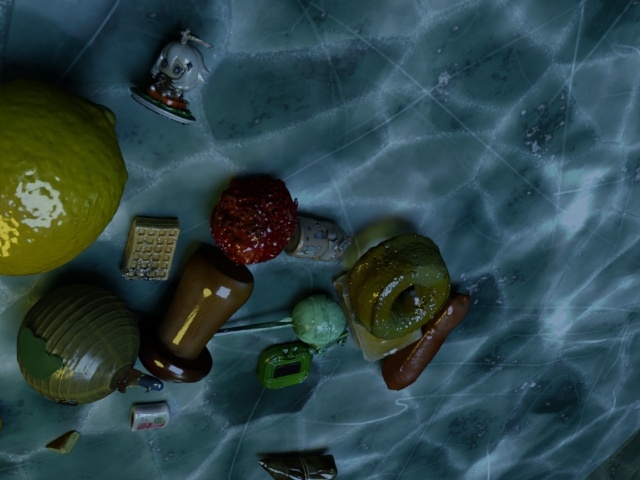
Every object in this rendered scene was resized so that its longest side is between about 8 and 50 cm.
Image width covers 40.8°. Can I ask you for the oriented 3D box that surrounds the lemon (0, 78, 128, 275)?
[{"bbox_3d":[-0.491,-0.101,1.418,0.336,0.336,0.336,-14,133,-16],"label":"lemon"}]

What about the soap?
[{"bbox_3d":[0.147,0.165,2.125,0.173,0.089,0.274,-26,134,-5],"label":"soap"}]

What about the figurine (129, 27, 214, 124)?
[{"bbox_3d":[-0.247,-0.297,1.512,0.132,0.132,0.154,19,105,-38],"label":"figurine"}]

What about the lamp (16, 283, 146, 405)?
[{"bbox_3d":[-0.464,0.220,1.728,0.250,0.284,0.250,-50,158,-29],"label":"lamp"}]

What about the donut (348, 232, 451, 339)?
[{"bbox_3d":[0.189,0.121,1.979,0.272,0.107,0.272,-16,133,-17],"label":"donut"}]

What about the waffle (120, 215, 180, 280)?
[{"bbox_3d":[-0.350,0.019,1.774,0.102,0.042,0.148,2,128,-28],"label":"waffle"}]

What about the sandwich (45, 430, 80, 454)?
[{"bbox_3d":[-0.613,0.490,2.055,0.083,0.044,0.031,-31,131,-2],"label":"sandwich"}]

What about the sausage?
[{"bbox_3d":[0.272,0.260,2.269,0.097,0.094,0.348,6,125,-47],"label":"sausage"}]

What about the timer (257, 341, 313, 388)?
[{"bbox_3d":[-0.088,0.316,2.165,0.140,0.047,0.128,-7,131,-24],"label":"timer"}]

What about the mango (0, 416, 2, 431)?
[{"bbox_3d":[-0.785,0.443,1.895,0.191,0.085,0.122,-23,132,-6],"label":"mango"}]

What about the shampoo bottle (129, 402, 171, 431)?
[{"bbox_3d":[-0.412,0.430,2.103,0.099,0.043,0.072,0,128,-27],"label":"shampoo bottle"}]

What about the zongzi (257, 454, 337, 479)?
[{"bbox_3d":[-0.096,0.715,2.475,0.241,0.111,0.248,8,120,-19],"label":"zongzi"}]

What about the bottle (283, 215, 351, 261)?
[{"bbox_3d":[0.000,-0.001,1.898,0.152,0.099,0.099,10,123,-32],"label":"bottle"}]

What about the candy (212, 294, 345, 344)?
[{"bbox_3d":[-0.156,0.203,2.015,0.439,0.119,0.119,-6,131,-11],"label":"candy"}]

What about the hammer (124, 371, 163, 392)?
[{"bbox_3d":[-0.420,0.295,1.891,0.069,0.193,0.116,-58,143,-27],"label":"hammer"}]

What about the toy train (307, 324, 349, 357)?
[{"bbox_3d":[0.018,0.239,2.143,0.122,0.050,0.081,-24,128,-29],"label":"toy train"}]

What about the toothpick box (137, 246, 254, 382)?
[{"bbox_3d":[-0.274,0.167,1.845,0.192,0.192,0.294,22,111,-39],"label":"toothpick box"}]

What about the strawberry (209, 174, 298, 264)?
[{"bbox_3d":[-0.136,-0.028,1.741,0.186,0.201,0.184,-6,115,2],"label":"strawberry"}]
